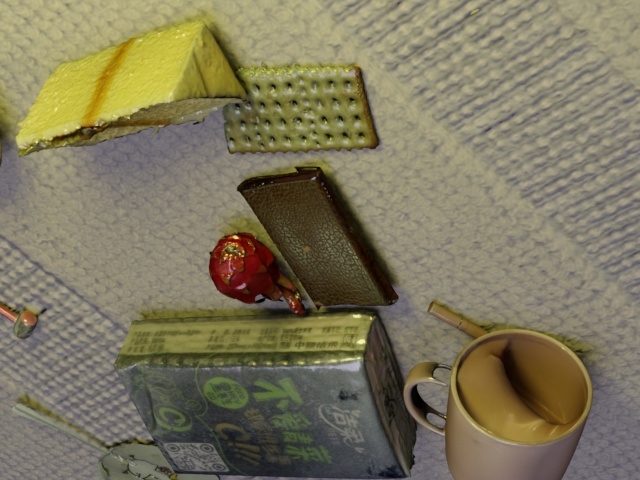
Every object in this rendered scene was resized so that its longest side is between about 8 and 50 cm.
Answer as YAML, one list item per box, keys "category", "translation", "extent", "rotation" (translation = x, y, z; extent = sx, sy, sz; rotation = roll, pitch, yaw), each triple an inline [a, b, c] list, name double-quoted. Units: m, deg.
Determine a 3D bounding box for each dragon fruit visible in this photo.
- category: "dragon fruit"
  translation: [-0.091, 0.053, 1.978]
  extent: [0.094, 0.094, 0.190]
  rotation: [-13, 146, 29]

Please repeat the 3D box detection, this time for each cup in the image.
- category: "cup"
  translation: [0.238, 0.251, 1.991]
  extent: [0.253, 0.191, 0.200]
  rotation: [15, 140, 9]

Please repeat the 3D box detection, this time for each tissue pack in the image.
- category: "tissue pack"
  translation: [-0.076, 0.240, 2.131]
  extent: [0.394, 0.124, 0.288]
  rotation: [-2, 135, 20]

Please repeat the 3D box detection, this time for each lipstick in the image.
- category: "lipstick"
  translation: [0.193, 0.114, 1.986]
  extent: [0.094, 0.019, 0.019]
  rotation: [28, 136, -10]

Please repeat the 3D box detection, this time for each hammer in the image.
- category: "hammer"
  translation: [-0.482, 0.117, 2.214]
  extent: [0.083, 0.031, 0.052]
  rotation: [34, 133, -2]

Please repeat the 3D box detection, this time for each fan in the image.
- category: "fan"
  translation: [-0.342, 0.375, 2.437]
  extent: [0.414, 0.012, 0.233]
  rotation: [33, 134, -19]

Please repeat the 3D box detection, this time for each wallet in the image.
- category: "wallet"
  translation: [0.000, 0.000, 1.923]
  extent: [0.133, 0.039, 0.243]
  rotation: [-7, 132, 33]

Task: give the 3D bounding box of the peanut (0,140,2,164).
- category: "peanut"
  translation: [-0.537, -0.147, 1.900]
  extent: [0.233, 0.110, 0.197]
  rotation: [-14, 129, 27]

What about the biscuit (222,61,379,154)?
- category: "biscuit"
  translation: [-0.034, -0.164, 1.780]
  extent: [0.203, 0.016, 0.144]
  rotation: [1, 135, 17]

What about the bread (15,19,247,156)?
- category: "bread"
  translation: [-0.234, -0.180, 1.759]
  extent: [0.266, 0.142, 0.178]
  rotation: [-9, 167, 31]
